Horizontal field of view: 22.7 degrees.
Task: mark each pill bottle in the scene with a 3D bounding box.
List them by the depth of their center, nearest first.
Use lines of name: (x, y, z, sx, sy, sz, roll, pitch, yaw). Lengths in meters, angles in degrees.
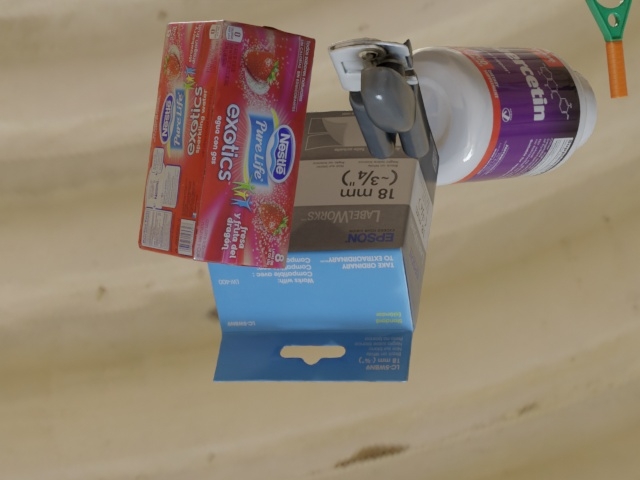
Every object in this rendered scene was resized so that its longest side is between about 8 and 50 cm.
pill bottle: (0.235, -0.172, 2.154, 0.323, 0.181, 0.181, -8, -127, -48)

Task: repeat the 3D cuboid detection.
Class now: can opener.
can opener: (0.063, -0.124, 1.583, 0.076, 0.283, 0.095, -2, -107, 9)

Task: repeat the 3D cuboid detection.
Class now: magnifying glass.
magnifying glass: (0.468, -0.344, 2.561, 0.092, 0.026, 0.231, -9, -86, -26)

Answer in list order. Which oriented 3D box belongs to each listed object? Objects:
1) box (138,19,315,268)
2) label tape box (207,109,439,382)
box: (-0.102, -0.104, 1.726, 0.122, 0.257, 0.128, 7, -179, -35)
label tape box: (0.000, 0.000, 1.885, 0.241, 0.106, 0.333, -2, -128, 16)
